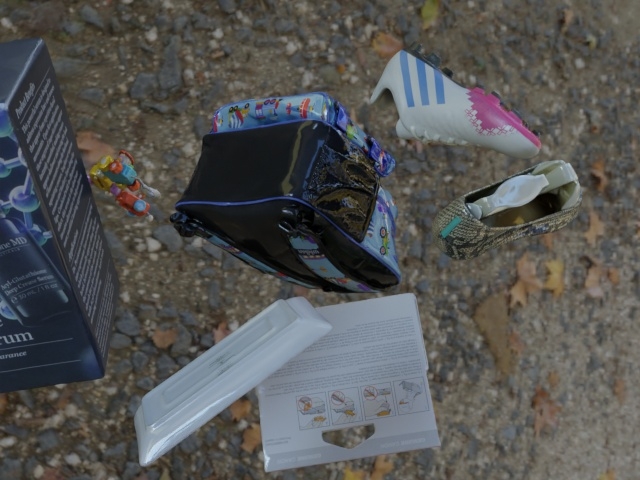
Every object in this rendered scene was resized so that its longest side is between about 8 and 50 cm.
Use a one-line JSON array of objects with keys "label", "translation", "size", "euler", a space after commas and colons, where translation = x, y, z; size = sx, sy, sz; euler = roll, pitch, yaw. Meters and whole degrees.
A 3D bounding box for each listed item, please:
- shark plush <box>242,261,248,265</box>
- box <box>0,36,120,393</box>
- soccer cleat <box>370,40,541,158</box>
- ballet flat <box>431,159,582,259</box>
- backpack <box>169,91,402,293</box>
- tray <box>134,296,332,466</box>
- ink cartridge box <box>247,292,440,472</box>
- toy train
[{"label": "shark plush", "translation": [0.000, 0.000, 0.728], "size": [0.067, 0.161, 0.073], "euler": [13, 71, -51]}, {"label": "box", "translation": [-0.448, -0.014, 0.930], "size": [0.293, 0.212, 0.395], "euler": [-9, 124, -3]}, {"label": "soccer cleat", "translation": [0.210, -0.195, 1.217], "size": [0.143, 0.331, 0.116], "euler": [-52, 140, 10]}, {"label": "ballet flat", "translation": [0.455, -0.090, 1.641], "size": [0.483, 0.182, 0.164], "euler": [-20, 67, -33]}, {"label": "backpack", "translation": [-0.007, -0.026, 0.617], "size": [0.173, 0.158, 0.117], "euler": [35, 64, -43]}, {"label": "tray", "translation": [-0.119, 0.156, 0.920], "size": [0.270, 0.145, 0.030], "euler": [-36, 109, -7]}, {"label": "ink cartridge box", "translation": [0.037, 0.241, 1.277], "size": [0.066, 0.296, 0.261], "euler": [70, 11, -71]}, {"label": "toy train", "translation": [-0.299, -0.089, 1.174], "size": [0.125, 0.166, 0.046], "euler": [31, 67, -16]}]
